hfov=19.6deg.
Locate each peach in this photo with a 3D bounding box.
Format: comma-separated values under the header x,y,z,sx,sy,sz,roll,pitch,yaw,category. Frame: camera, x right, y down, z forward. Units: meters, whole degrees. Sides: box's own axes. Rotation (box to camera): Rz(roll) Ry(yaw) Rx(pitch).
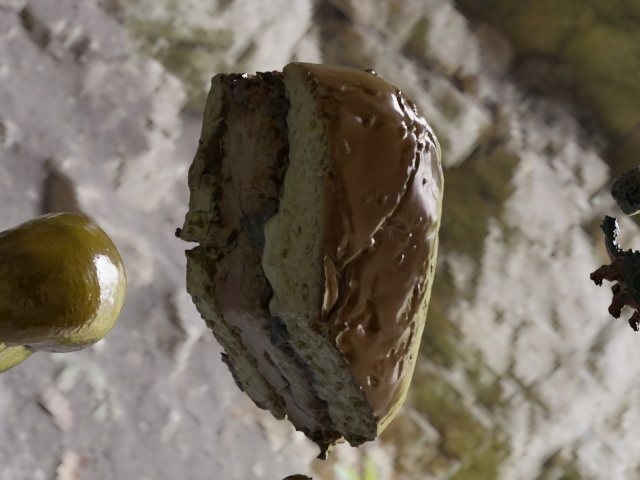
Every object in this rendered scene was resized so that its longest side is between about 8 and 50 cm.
x,y,z,sx,sy,sz,roll,pitch,yaw,category
-0.308,0.056,1.785,0.251,0.251,0.153,-33,107,-70,peach

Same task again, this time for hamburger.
x,y,z,sx,sy,sz,roll,pitch,yaw,category
0.000,0.000,1.343,0.155,0.245,0.282,21,-18,42,hamburger

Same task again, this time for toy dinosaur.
x,y,z,sx,sy,sz,roll,pitch,yaw,category
0.271,0.033,1.619,0.049,0.055,0.154,27,31,-35,toy dinosaur

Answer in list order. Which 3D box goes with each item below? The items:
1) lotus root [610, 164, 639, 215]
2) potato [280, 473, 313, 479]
x,y,z,sx,sy,sz,roll,pitch,yaw,category
0.354,-0.069,1.665,0.088,0.192,0.113,70,22,-7,lotus root
-0.018,0.169,1.083,0.040,0.051,0.083,9,23,-1,potato
